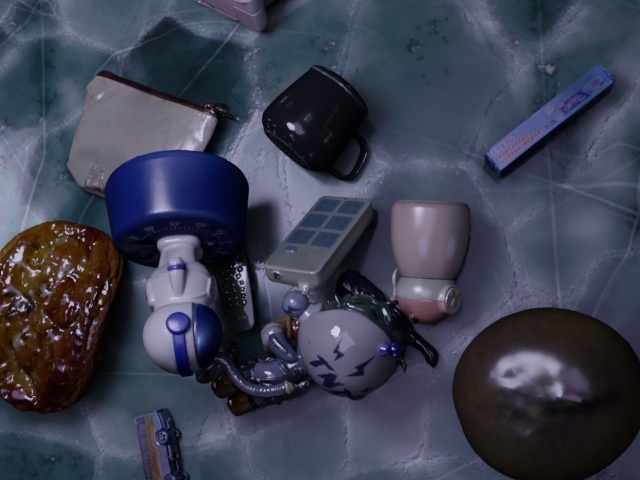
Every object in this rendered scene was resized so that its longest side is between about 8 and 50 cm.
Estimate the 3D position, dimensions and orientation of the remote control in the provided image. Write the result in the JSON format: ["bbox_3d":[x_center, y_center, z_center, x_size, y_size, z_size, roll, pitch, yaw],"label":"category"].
[{"bbox_3d":[-0.172,0.074,1.688,0.072,0.042,0.221,-14,79,8],"label":"remote control"}]

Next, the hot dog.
[{"bbox_3d":[-0.537,0.150,1.675,0.267,0.174,0.387,15,84,10],"label":"hot dog"}]

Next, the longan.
[{"bbox_3d":[0.387,0.261,1.434,0.319,0.319,0.318,-1,82,10],"label":"longan"}]

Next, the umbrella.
[{"bbox_3d":[0.131,0.150,1.622,0.248,0.071,0.071,38,90,6],"label":"umbrella"}]

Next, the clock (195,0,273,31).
[{"bbox_3d":[-0.164,-0.635,1.722,0.342,0.184,0.325,29,84,7],"label":"clock"}]

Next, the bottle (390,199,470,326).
[{"bbox_3d":[0.201,0.044,1.580,0.148,0.147,0.236,3,90,10],"label":"bottle"}]

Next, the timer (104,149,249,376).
[{"bbox_3d":[-0.252,0.059,1.531,0.271,0.270,0.383,-11,65,8],"label":"timer"}]

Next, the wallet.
[{"bbox_3d":[-0.374,-0.206,1.756,0.336,0.068,0.274,20,82,19],"label":"wallet"}]

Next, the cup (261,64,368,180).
[{"bbox_3d":[0.008,-0.222,1.653,0.223,0.169,0.176,41,82,-22],"label":"cup"}]

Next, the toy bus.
[{"bbox_3d":[-0.311,0.428,1.653,0.075,0.064,0.190,-15,80,14],"label":"toy bus"}]

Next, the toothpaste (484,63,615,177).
[{"bbox_3d":[0.435,-0.226,1.610,0.272,0.066,0.053,-38,78,3],"label":"toothpaste"}]

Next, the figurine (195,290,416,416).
[{"bbox_3d":[-0.011,0.214,1.559,0.382,0.261,0.186,-21,43,25],"label":"figurine"}]

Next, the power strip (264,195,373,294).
[{"bbox_3d":[0.000,0.000,1.580,0.118,0.046,0.270,9,40,28],"label":"power strip"}]
